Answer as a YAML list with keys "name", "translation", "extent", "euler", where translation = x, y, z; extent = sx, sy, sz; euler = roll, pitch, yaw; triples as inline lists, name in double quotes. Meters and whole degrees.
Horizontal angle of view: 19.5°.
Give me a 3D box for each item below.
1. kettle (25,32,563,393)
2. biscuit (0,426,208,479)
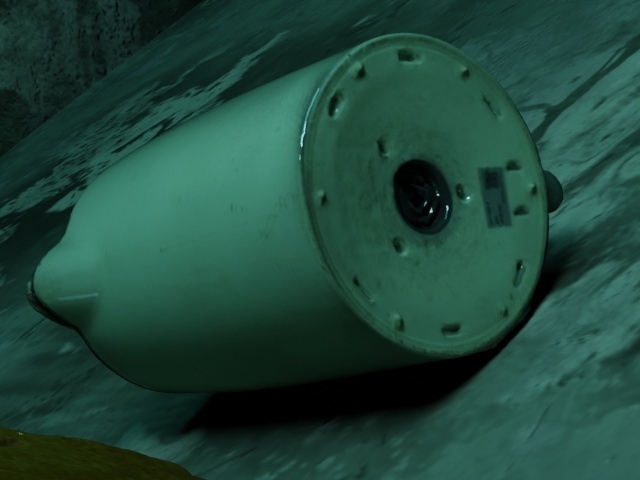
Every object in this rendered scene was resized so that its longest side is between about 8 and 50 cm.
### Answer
- name: "kettle"
  translation: [0.000, 0.000, 1.024]
  extent: [0.240, 0.165, 0.255]
  euler: [-6, -9, -40]
- name: "biscuit"
  translation: [-0.073, 0.116, 0.695]
  extent: [0.208, 0.041, 0.290]
  euler: [20, 2, 36]
